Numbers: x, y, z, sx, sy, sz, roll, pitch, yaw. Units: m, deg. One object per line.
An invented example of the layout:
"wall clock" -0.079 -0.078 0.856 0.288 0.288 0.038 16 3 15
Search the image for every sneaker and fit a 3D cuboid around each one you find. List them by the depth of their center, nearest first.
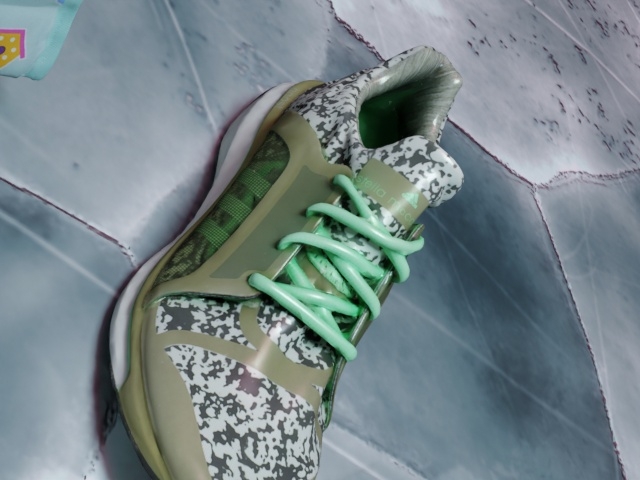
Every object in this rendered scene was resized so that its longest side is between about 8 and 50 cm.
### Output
"sneaker" 0.000 0.000 0.779 0.158 0.182 0.410 38 40 -21

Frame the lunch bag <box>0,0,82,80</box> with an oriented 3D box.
"lunch bag" -0.261 -0.235 0.702 0.223 0.160 0.262 4 49 -42
